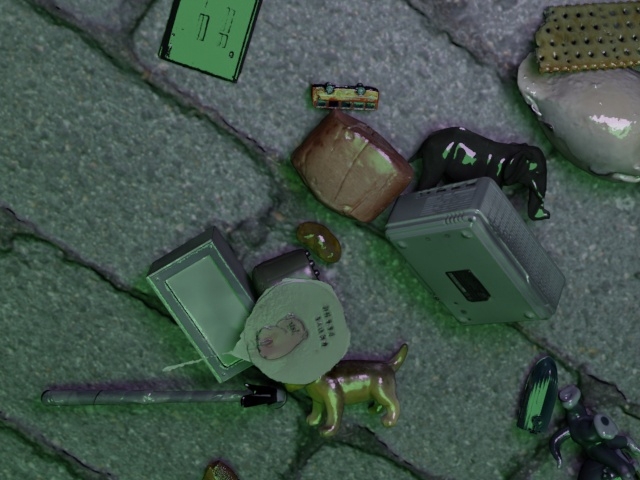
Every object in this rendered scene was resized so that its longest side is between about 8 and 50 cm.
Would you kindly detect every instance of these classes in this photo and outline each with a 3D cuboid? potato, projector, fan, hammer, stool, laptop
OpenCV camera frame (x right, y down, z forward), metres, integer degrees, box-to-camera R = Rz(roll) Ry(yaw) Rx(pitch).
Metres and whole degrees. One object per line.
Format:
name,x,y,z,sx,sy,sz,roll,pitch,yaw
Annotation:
potato,0.000,0.000,1.467,0.092,0.045,0.046,39,116,-8
projector,0.242,0.030,1.387,0.192,0.099,0.256,-9,133,45
fan,-0.104,0.168,1.411,0.310,0.010,0.182,-16,100,-8
hammer,-0.273,0.273,1.512,0.427,0.152,0.044,-3,79,9
stool,-0.054,0.068,1.460,0.110,0.096,0.096,-25,106,0
laptop,-0.166,-0.359,1.368,0.135,0.016,0.197,17,105,-6

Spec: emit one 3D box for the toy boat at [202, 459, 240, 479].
toy boat,-0.152,0.460,1.593,0.049,0.047,0.149,-43,103,9

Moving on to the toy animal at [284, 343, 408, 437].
toy animal,0.030,0.250,1.509,0.233,0.121,0.168,5,95,-7

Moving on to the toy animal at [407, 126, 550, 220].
toy animal,0.265,-0.100,1.412,0.245,0.114,0.146,14,108,-9

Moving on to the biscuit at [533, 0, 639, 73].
biscuit,0.424,-0.319,1.357,0.203,0.144,0.016,-4,150,-2

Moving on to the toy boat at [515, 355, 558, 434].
toy boat,0.392,0.274,1.559,0.055,0.060,0.141,11,99,-6

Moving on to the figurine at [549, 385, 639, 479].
figurine,0.494,0.397,1.544,0.140,0.193,0.265,-41,92,10

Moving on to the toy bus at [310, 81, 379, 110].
toy bus,0.039,-0.231,1.408,0.110,0.031,0.043,2,113,-4

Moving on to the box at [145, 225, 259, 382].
box,-0.173,0.109,1.470,0.130,0.086,0.225,-31,106,6

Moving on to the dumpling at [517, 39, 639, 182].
dumpling,0.458,-0.222,1.375,0.243,0.175,0.227,45,70,-27

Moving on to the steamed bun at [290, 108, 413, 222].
steamed bun,0.049,-0.117,1.406,0.175,0.106,0.145,40,114,-3
